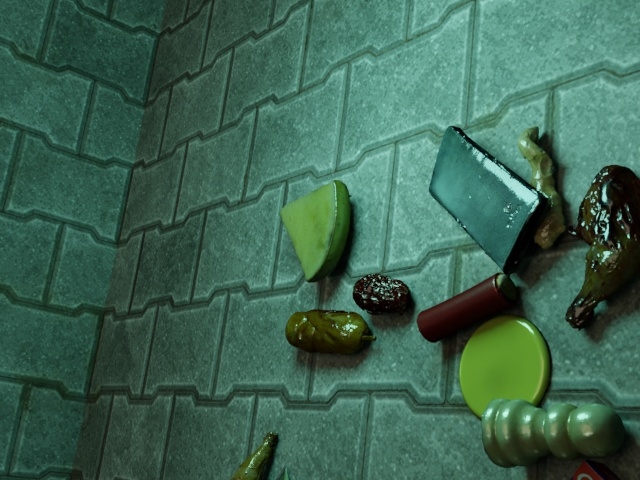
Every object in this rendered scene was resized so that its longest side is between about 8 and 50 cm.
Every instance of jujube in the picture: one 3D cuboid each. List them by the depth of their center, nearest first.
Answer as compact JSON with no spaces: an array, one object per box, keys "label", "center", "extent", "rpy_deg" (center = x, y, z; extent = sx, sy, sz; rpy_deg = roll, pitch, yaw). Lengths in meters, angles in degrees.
[{"label":"jujube","center":[0.152,0.128,1.943],"extent":[0.166,0.104,0.104],"rpy_deg":[0,74,40]}]

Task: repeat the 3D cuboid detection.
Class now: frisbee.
[{"label":"frisbee","center":[0.374,0.265,1.639],"extent":[0.236,0.017,0.236],"rpy_deg":[-26,55,45]}]

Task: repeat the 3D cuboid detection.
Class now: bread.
[{"label":"bread","center":[0.024,0.237,2.066],"extent":[0.344,0.084,0.124],"rpy_deg":[-3,73,52]}]

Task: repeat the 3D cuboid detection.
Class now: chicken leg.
[{"label":"chicken leg","center":[0.535,0.007,1.501],"extent":[0.177,0.083,0.322],"rpy_deg":[-26,52,56]},{"label":"chicken leg","center":[-0.170,0.617,2.154],"extent":[0.207,0.101,0.085],"rpy_deg":[-58,22,-19]}]

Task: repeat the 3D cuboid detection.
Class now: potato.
[{"label":"potato","center":[0.000,0.000,2.188],"extent":[0.269,0.112,0.255],"rpy_deg":[-26,58,49]}]

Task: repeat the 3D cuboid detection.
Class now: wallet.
[{"label":"wallet","center":[0.352,-0.100,1.754],"extent":[0.379,0.046,0.190],"rpy_deg":[-124,44,-53]}]

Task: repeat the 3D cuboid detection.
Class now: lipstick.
[{"label":"lipstick","center":[0.316,0.148,1.720],"extent":[0.241,0.080,0.080],"rpy_deg":[-34,49,40]}]

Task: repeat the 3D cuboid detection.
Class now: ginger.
[{"label":"ginger","center":[0.459,-0.117,1.665],"extent":[0.089,0.075,0.288],"rpy_deg":[-36,52,46]}]

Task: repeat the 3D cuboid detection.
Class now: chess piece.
[{"label":"chess piece","center":[0.429,0.350,1.442],"extent":[0.243,0.133,0.133],"rpy_deg":[-14,63,44]}]

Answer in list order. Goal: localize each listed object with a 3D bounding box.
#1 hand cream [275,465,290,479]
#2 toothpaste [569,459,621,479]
[{"label":"hand cream","center":[-0.085,0.693,2.035],"extent":[0.086,0.055,0.235],"rpy_deg":[-57,31,19]},{"label":"toothpaste","center":[0.532,0.492,1.282],"extent":[0.076,0.066,0.320],"rpy_deg":[-61,37,14]}]
